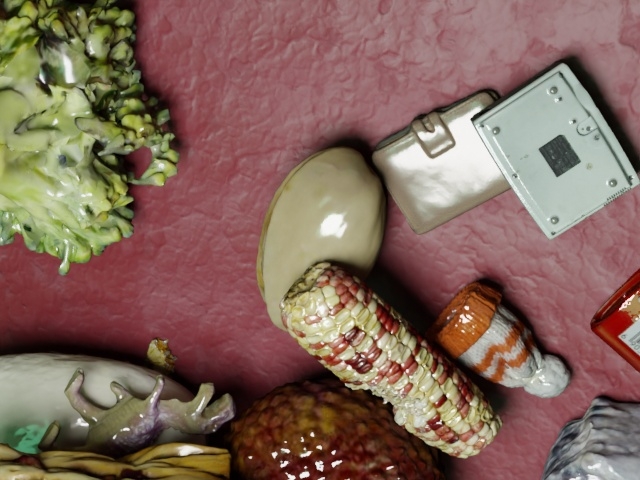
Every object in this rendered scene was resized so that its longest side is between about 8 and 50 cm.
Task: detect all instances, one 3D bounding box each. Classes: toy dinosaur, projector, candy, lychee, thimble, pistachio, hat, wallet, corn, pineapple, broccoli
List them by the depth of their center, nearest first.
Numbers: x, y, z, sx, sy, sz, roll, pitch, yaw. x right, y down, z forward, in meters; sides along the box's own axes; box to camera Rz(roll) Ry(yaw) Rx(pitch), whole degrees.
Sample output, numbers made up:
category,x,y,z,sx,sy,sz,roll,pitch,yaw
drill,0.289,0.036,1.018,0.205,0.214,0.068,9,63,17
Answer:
category,x,y,z,sx,sy,sz,roll,pitch,yaw
projector,0.239,-0.091,1.167,0.115,0.061,0.147,-34,97,7
corn,0.079,0.136,1.213,0.290,0.098,0.098,43,118,-17
wallet,0.141,-0.086,1.234,0.152,0.039,0.118,-26,101,22
thimble,0.350,0.300,1.236,0.217,0.157,0.245,-41,92,27
hat,0.203,0.123,1.263,0.162,0.093,0.112,39,144,-5
pistachio,0.000,0.000,1.265,0.136,0.136,0.226,27,114,9
toy dinosaur,-0.221,0.248,1.285,0.200,0.072,0.251,32,85,-20
lychee,0.015,0.276,1.290,0.260,0.260,0.260,7,111,17
broccoli,-0.331,-0.134,1.292,0.324,0.272,0.334,11,111,-28
candy,-0.326,0.309,1.432,0.427,0.186,0.386,13,120,-1
pineapple,-0.206,0.164,1.462,0.045,0.019,0.083,28,117,15

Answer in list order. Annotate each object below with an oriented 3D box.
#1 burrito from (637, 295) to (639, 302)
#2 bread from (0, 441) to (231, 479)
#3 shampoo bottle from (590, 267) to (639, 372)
category,x,y,z,sx,sy,sz,roll,pitch,yaw
burrito,0.398,0.029,1.139,0.188,0.045,0.058,-28,72,-6
bread,-0.218,0.345,1.197,0.370,0.191,0.314,9,122,-1
shampoo bottle,0.434,0.150,1.194,0.314,0.076,0.118,41,103,1
